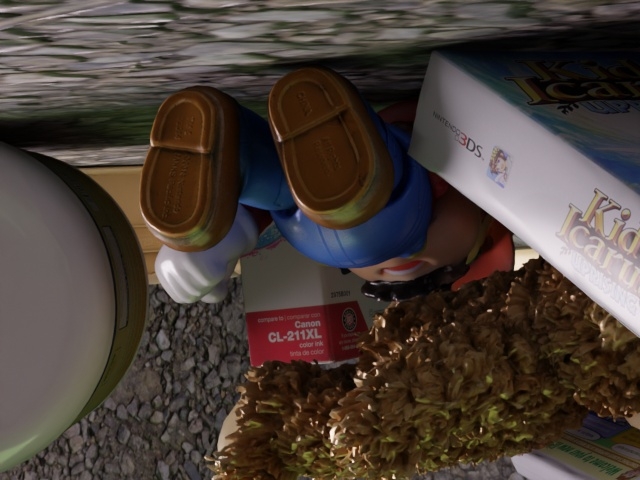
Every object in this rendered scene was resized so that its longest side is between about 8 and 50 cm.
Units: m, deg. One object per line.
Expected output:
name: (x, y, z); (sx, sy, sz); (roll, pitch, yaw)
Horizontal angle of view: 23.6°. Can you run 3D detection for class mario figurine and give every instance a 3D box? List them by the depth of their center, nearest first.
mario figurine: (0.036, 0.000, 0.877); (0.198, 0.170, 0.320); (31, -172, 25)

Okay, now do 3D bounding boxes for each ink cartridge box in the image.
ink cartridge box: (0.000, 0.000, 1.131); (0.072, 0.175, 0.127); (-7, 179, 30)

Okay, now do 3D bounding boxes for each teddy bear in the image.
teddy bear: (0.093, 0.085, 0.859); (0.338, 0.113, 0.245); (-20, 164, 15)

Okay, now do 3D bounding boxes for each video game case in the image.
video game case: (0.217, -0.020, 0.697); (0.269, 0.061, 0.244); (-4, -153, -29)
video game case: (0.220, 0.098, 0.872); (0.193, 0.023, 0.212); (-25, -178, -6)

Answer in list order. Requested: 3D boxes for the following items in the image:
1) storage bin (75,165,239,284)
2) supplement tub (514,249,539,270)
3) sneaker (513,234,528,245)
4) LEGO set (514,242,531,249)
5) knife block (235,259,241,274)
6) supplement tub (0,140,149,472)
storage bin: (-0.252, -0.010, 1.632); (0.260, 0.123, 0.262); (-3, 180, -37)
supplement tub: (0.237, 0.017, 1.853); (0.331, 0.241, 0.241); (-4, 180, 32)
sneaker: (0.212, -0.046, 1.223); (0.147, 0.104, 0.296); (3, 179, 34)
LEGO set: (0.106, -0.040, 1.350); (0.287, 0.107, 0.132); (-4, 180, -15)
knife block: (0.014, -0.040, 1.505); (0.242, 0.088, 0.275); (-13, 170, 5)
supplement tub: (-0.244, 0.042, 1.101); (0.228, 0.228, 0.316); (-4, 180, 0)
